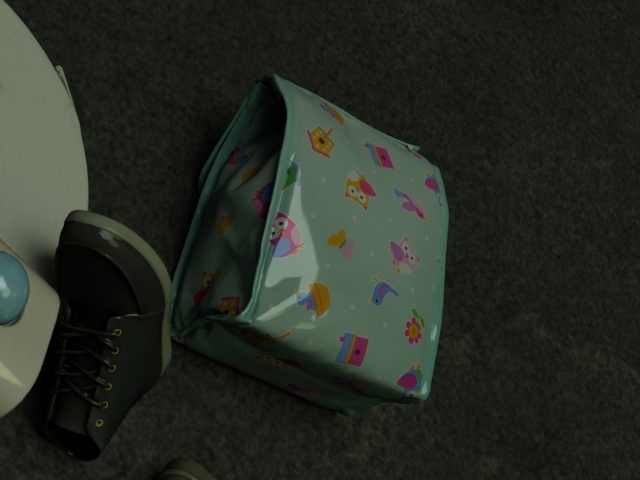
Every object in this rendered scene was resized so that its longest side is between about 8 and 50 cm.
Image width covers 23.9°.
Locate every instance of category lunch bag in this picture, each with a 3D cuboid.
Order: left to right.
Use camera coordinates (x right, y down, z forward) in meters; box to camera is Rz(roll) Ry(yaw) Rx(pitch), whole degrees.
[{"bbox_3d":[0.000,0.000,1.383,0.223,0.160,0.262,26,63,-31],"label":"lunch bag"}]

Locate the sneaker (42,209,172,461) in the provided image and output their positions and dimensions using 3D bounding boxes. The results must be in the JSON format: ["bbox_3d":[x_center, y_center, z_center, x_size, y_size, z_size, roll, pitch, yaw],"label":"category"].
[{"bbox_3d":[-0.174,0.081,1.180,0.222,0.083,0.118,82,29,-51],"label":"sneaker"}]

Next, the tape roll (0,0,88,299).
[{"bbox_3d":[-0.359,-0.063,1.153,0.392,0.072,0.392,17,62,-36],"label":"tape roll"}]

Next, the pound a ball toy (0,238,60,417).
[{"bbox_3d":[-0.310,-0.043,1.010,0.319,0.136,0.208,49,28,-29],"label":"pound a ball toy"}]

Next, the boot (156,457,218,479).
[{"bbox_3d":[-0.112,0.302,1.220,0.189,0.076,0.208,38,44,-6],"label":"boot"}]
